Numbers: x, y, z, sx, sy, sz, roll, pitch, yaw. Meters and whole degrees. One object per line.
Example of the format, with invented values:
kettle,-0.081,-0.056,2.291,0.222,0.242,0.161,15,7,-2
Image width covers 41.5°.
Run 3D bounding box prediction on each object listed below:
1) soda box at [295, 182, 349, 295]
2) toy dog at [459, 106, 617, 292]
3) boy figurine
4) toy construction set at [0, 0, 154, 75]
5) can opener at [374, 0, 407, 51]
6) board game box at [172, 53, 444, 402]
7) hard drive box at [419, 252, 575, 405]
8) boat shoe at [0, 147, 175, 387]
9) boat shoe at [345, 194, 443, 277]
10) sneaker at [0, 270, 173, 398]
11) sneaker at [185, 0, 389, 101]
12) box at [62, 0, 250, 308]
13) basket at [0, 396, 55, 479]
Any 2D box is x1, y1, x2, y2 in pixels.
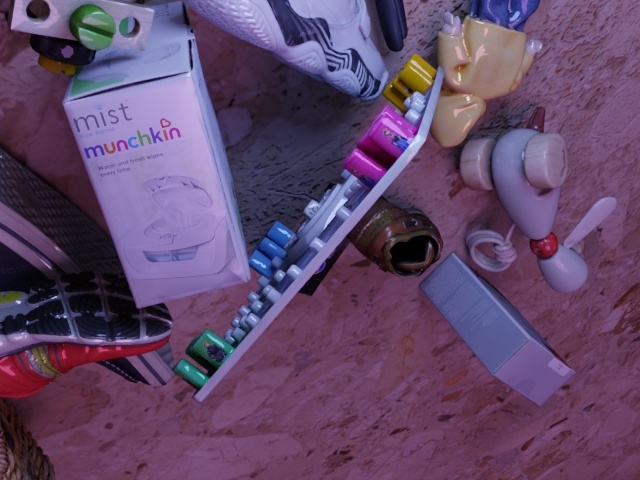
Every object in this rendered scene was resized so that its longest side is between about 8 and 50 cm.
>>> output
soda box,0.000,0.000,1.267,0.060,0.053,0.169,19,113,-40
toy dog,0.352,-0.077,1.346,0.161,0.220,0.333,-56,150,-26
boy figurine,0.229,-0.261,1.165,0.177,0.092,0.285,-1,126,-31
toy construction set,-0.250,-0.295,0.744,0.257,0.237,0.309,-45,134,9
can opener,0.079,-0.320,1.061,0.059,0.073,0.186,-66,147,-26
board game box,-0.003,-0.036,1.017,0.050,0.390,0.390,39,113,-5
hard drive box,0.299,0.152,1.446,0.089,0.232,0.181,-46,135,10
boat shoe,-0.355,0.035,1.001,0.156,0.186,0.500,-36,131,7
boat shoe,0.123,0.012,1.264,0.110,0.104,0.307,-52,153,12
sneaker,-0.299,0.113,0.913,0.279,0.107,0.118,-5,129,-10
sneaker,0.012,-0.292,0.948,0.366,0.137,0.210,12,107,-61
box,-0.165,-0.102,0.896,0.127,0.262,0.231,-15,122,-2
basket,-0.519,0.328,1.067,0.299,0.213,0.223,-28,110,-6
